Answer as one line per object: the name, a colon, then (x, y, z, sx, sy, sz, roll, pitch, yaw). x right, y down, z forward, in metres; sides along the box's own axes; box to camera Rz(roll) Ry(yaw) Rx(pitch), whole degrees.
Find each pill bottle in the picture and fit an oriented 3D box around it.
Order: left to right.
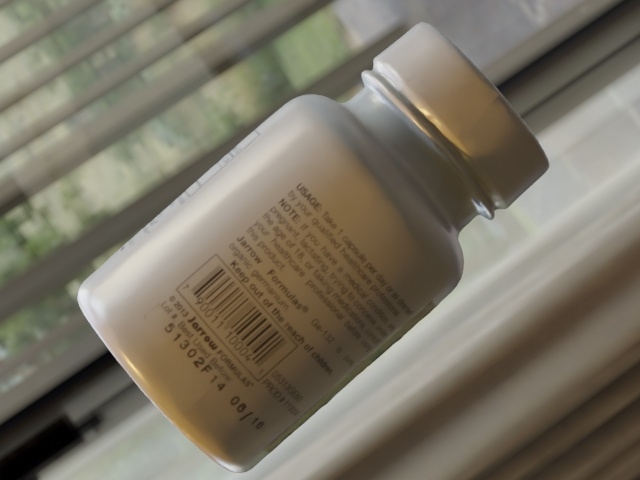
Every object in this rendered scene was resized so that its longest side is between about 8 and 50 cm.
pill bottle: (0.000, 0.000, 0.968, 0.131, 0.229, 0.131, 49, 179, 1)
